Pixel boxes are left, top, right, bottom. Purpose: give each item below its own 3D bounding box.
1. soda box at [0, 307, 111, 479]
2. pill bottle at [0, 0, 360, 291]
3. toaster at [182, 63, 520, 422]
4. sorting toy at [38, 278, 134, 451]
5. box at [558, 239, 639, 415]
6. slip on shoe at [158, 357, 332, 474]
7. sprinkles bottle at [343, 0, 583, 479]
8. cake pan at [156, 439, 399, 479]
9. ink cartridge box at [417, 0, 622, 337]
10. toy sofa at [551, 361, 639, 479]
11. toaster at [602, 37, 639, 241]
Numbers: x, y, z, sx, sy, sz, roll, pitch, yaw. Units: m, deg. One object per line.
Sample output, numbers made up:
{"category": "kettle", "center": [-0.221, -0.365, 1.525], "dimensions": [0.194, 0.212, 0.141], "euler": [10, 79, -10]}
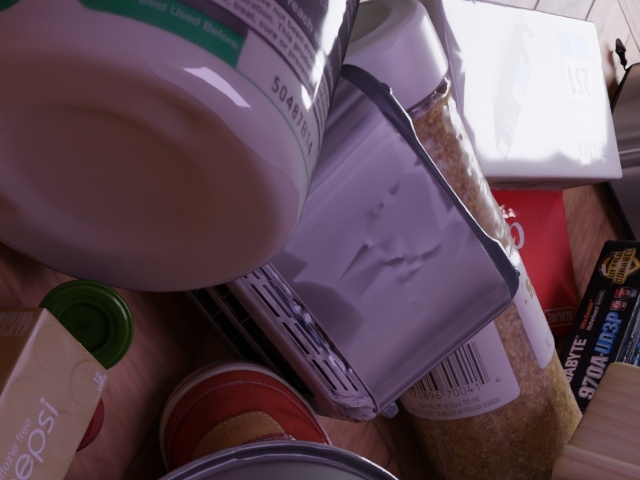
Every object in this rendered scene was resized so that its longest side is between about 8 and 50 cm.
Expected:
{"category": "soda box", "center": [-0.169, 0.121, 0.918], "dimensions": [0.061, 0.058, 0.181], "euler": [51, 50, -39]}
{"category": "pill bottle", "center": [-0.071, -0.170, 1.049], "dimensions": [0.204, 0.204, 0.361], "euler": [50, 43, -40]}
{"category": "toaster", "center": [0.000, 0.000, 1.146], "dimensions": [0.146, 0.129, 0.227], "euler": [-45, 114, -19]}
{"category": "sorting toy", "center": [-0.135, 0.061, 1.018], "dimensions": [0.042, 0.061, 0.102], "euler": [-93, -158, -74]}
{"category": "box", "center": [0.242, 0.132, 1.588], "dimensions": [0.220, 0.051, 0.175], "euler": [-61, 145, -46]}
{"category": "slip on shoe", "center": [0.014, 0.218, 1.135], "dimensions": [0.331, 0.123, 0.101], "euler": [59, 0, -23]}
{"category": "sprinkles bottle", "center": [0.075, 0.016, 1.316], "dimensions": [0.121, 0.121, 0.355], "euler": [-53, 126, -51]}
{"category": "cake pan", "center": [-0.022, 0.253, 1.018], "dimensions": [0.293, 0.054, 0.293], "euler": [-5, 98, -33]}
{"category": "ink cartridge box", "center": [0.152, -0.050, 1.517], "dimensions": [0.296, 0.066, 0.261], "euler": [-3, 83, -59]}
{"category": "toy sofa", "center": [0.233, 0.277, 1.339], "dimensions": [0.177, 0.150, 0.362], "euler": [-54, 151, -42]}
{"category": "toaster", "center": [0.332, -0.075, 1.776], "dimensions": [0.185, 0.110, 0.168], "euler": [61, 35, -28]}
